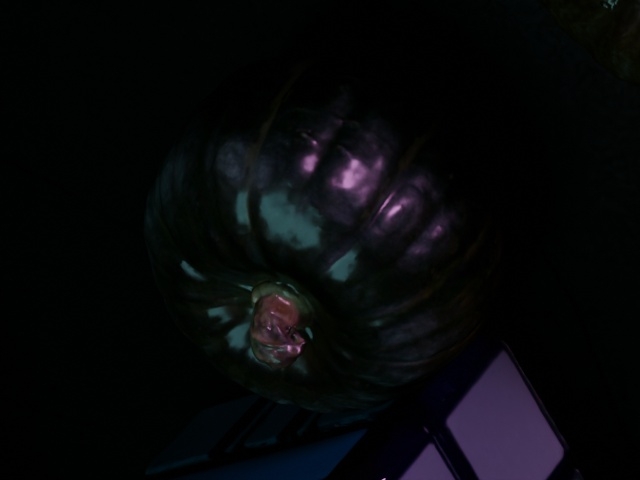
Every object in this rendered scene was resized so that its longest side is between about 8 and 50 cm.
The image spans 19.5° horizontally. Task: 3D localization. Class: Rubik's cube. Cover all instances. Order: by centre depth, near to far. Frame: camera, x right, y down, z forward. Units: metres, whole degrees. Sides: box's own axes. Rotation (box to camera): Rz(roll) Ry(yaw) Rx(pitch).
[{"bbox_3d":[0.013,0.262,1.161,0.288,0.283,0.293,-22,108,43],"label":"Rubik's cube"}]

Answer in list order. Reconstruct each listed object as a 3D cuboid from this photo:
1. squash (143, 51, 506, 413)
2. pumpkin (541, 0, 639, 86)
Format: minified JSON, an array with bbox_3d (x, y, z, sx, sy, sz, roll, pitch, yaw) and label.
[{"bbox_3d":[0.001,-0.003,1.056,0.218,0.172,0.218,37,145,33],"label":"squash"},{"bbox_3d":[0.189,-0.155,0.834,0.219,0.162,0.219,20,128,28],"label":"pumpkin"}]
